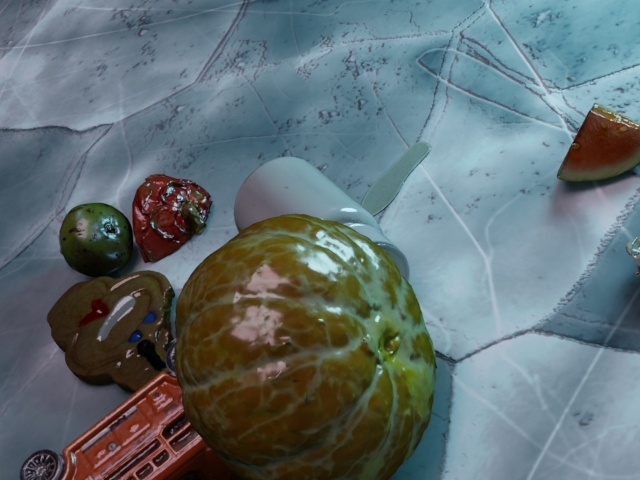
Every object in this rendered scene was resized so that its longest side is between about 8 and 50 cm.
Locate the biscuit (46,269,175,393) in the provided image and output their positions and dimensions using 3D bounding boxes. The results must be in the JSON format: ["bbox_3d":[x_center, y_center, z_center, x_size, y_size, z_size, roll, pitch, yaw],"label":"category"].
[{"bbox_3d":[-0.270,0.132,1.822,0.183,0.047,0.320,-38,42,-5],"label":"biscuit"}]

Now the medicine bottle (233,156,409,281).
[{"bbox_3d":[0.000,0.000,1.721,0.143,0.143,0.258,-38,40,-10],"label":"medicine bottle"}]

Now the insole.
[{"bbox_3d":[0.106,-0.088,1.858,0.053,0.002,0.153,22,62,43],"label":"insole"}]

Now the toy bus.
[{"bbox_3d":[-0.202,0.266,1.574,0.329,0.143,0.153,-38,51,-11],"label":"toy bus"}]

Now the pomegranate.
[{"bbox_3d":[-0.343,0.004,1.954,0.142,0.114,0.114,-25,31,51],"label":"pomegranate"}]

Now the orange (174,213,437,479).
[{"bbox_3d":[-0.021,0.134,1.457,0.249,0.329,0.329,-26,36,35],"label":"orange"}]

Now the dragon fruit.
[{"bbox_3d":[-0.222,-0.056,1.960,0.106,0.083,0.162,-9,42,19],"label":"dragon fruit"}]

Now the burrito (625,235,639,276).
[{"bbox_3d":[0.490,0.001,1.500,0.275,0.059,0.082,-12,36,19],"label":"burrito"}]

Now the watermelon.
[{"bbox_3d":[0.355,-0.128,1.684,0.135,0.094,0.125,-41,48,-9],"label":"watermelon"}]
